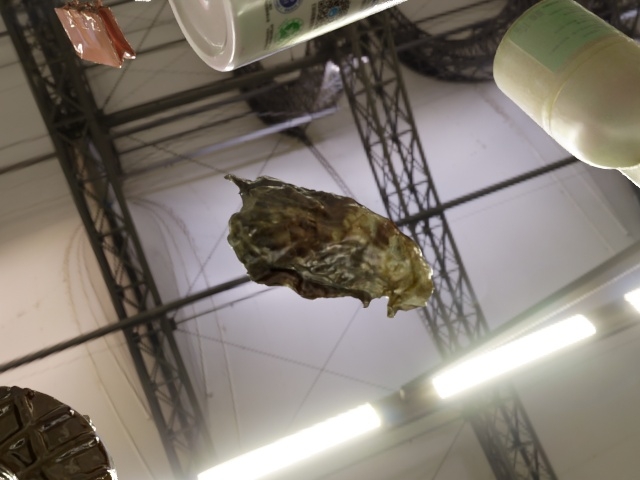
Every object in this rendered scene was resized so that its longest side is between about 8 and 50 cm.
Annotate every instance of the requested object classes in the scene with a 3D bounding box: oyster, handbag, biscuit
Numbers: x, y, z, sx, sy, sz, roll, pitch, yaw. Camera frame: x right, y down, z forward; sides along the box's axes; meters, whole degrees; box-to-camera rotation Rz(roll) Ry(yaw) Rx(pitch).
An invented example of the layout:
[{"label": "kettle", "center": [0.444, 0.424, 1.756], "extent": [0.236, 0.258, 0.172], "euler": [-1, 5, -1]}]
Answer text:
[{"label": "oyster", "center": [0.003, -0.006, 0.991], "extent": [0.271, 0.100, 0.275], "euler": [-15, -113, -29]}, {"label": "handbag", "center": [-0.559, -0.516, 1.783], "extent": [0.212, 0.157, 0.059], "euler": [21, -125, 41]}, {"label": "biscuit", "center": [-0.405, 0.320, 0.838], "extent": [0.331, 0.103, 0.332], "euler": [10, -129, -12]}]

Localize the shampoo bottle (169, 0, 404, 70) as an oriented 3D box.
[{"label": "shampoo bottle", "center": [0.053, -0.200, 0.451], "extent": [0.303, 0.092, 0.092], "euler": [-29, -137, -22]}]

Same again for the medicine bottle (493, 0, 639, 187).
[{"label": "medicine bottle", "center": [0.549, -0.284, 1.417], "extent": [0.235, 0.236, 0.406], "euler": [-21, -131, -14]}]
